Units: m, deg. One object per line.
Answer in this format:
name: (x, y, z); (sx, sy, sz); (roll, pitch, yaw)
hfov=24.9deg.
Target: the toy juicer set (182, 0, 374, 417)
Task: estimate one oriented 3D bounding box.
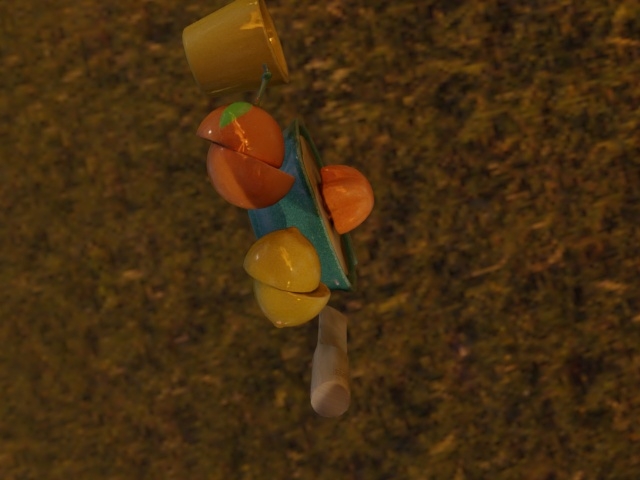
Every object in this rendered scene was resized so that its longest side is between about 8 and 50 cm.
toy juicer set: (0.000, 0.000, 1.040); (0.209, 0.089, 0.329); (-100, -10, -53)
